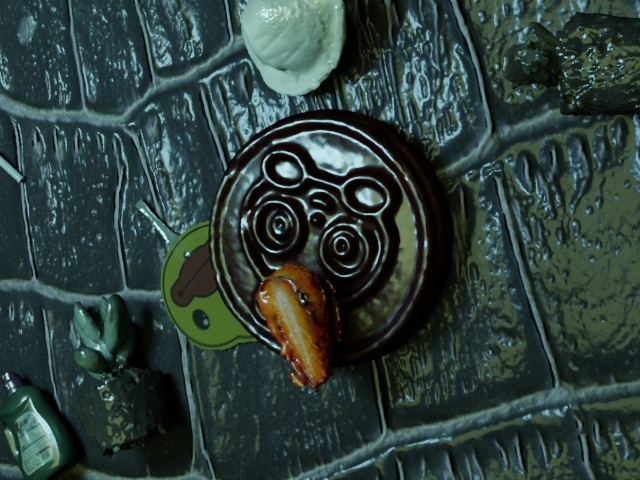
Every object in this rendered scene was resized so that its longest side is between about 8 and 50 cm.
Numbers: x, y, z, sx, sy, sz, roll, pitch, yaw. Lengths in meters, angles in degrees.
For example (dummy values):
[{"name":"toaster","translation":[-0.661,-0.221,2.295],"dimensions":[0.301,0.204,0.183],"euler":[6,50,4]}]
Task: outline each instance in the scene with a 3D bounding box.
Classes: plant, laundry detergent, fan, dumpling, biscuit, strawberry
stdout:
[{"name":"plant","translation":[-0.365,0.233,1.508],"dimensions":[0.146,0.149,0.275],"euler":[-21,83,26]},{"name":"laundry detergent","translation":[-0.559,0.356,1.655],"dimensions":[0.144,0.078,0.222],"euler":[-41,78,27]},{"name":"plant","translation":[0.343,-0.227,1.115],"dimensions":[0.203,0.142,0.131],"euler":[18,111,36]},{"name":"fan","translation":[-0.209,0.046,1.488],"dimensions":[0.335,0.011,0.229],"euler":[47,112,13]},{"name":"dumpling","translation":[-0.041,-0.306,1.314],"dimensions":[0.215,0.126,0.167],"euler":[-12,106,24]},{"name":"biscuit","translation":[0.000,0.000,1.332],"dimensions":[0.407,0.091,0.408],"euler":[3,97,24]},{"name":"strawberry","translation":[-0.022,0.123,1.278],"dimensions":[0.121,0.082,0.188],"euler":[-5,106,47]}]

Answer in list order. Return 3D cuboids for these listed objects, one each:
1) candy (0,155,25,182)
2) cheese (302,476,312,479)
[{"name":"candy","translation":[-0.708,-0.231,1.674],"dimensions":[0.365,0.124,0.124],"euler":[42,111,8]},{"name":"cheese","translation":[-0.075,0.456,1.445],"dimensions":[0.192,0.037,0.097],"euler":[-43,77,24]}]
